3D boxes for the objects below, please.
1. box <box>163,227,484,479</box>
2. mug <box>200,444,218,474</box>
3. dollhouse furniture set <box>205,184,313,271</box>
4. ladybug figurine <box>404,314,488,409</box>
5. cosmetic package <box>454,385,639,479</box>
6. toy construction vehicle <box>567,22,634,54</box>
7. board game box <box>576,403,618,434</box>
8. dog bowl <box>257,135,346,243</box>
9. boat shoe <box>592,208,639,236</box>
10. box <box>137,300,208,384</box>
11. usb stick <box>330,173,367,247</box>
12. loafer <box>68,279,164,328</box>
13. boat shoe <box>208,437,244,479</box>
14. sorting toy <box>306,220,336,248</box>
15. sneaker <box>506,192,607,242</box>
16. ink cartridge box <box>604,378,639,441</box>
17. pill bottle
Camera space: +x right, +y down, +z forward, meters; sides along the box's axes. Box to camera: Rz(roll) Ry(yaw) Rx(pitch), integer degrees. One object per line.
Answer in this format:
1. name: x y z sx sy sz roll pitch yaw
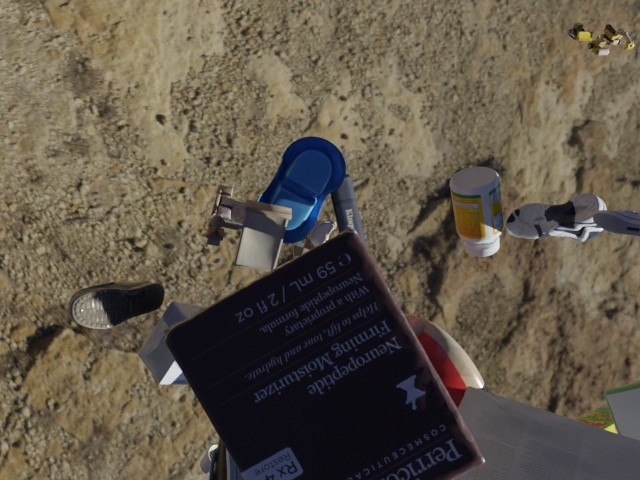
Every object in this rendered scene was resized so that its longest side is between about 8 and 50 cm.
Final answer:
1. box: 0.003 0.115 0.538 0.169 0.167 0.203 -30 90 0
2. mug: -0.276 0.581 1.632 0.078 0.062 0.064 39 117 -8
3. dollhouse furniture set: -0.136 -0.086 1.690 0.303 0.355 0.173 12 120 -10
4. ladybug figurine: 0.276 0.377 1.600 0.162 0.305 0.449 -42 125 -25
5. cosmetic package: 0.338 0.373 0.859 0.284 0.377 0.097 -38 135 -52
6. toy construction vehicle: 0.529 -0.385 1.180 0.086 0.098 0.035 -3 133 -10
7. board game box: 0.702 0.457 1.548 0.181 0.092 0.043 -11 90 -35
8. dog bowl: -0.051 -0.135 1.608 0.166 0.074 0.297 28 110 -9
9. boat shoe: 0.481 -0.032 0.981 0.035 0.100 0.035 -51 143 -38
10. box: -0.341 0.272 1.640 0.182 0.119 0.181 -56 146 9
11. usb stick: 0.082 -0.052 1.793 0.077 0.045 0.277 -13 91 -27
12. loafer: -0.507 0.151 1.536 0.269 0.092 0.101 -3 100 -57
13. boat shoe: -0.100 0.300 0.844 0.114 0.091 0.302 23 58 -29
14. sorting toy: 0.000 0.000 1.482 0.083 0.045 0.075 -57 160 -27
15. sneaker: 0.589 -0.037 1.528 0.153 0.235 0.094 29 52 -41
16. ink cartridge box: 0.735 0.319 1.253 0.289 0.211 0.121 4 64 -47
17. pill bottle: 0.391 -0.067 1.554 0.118 0.118 0.208 -33 125 -24
